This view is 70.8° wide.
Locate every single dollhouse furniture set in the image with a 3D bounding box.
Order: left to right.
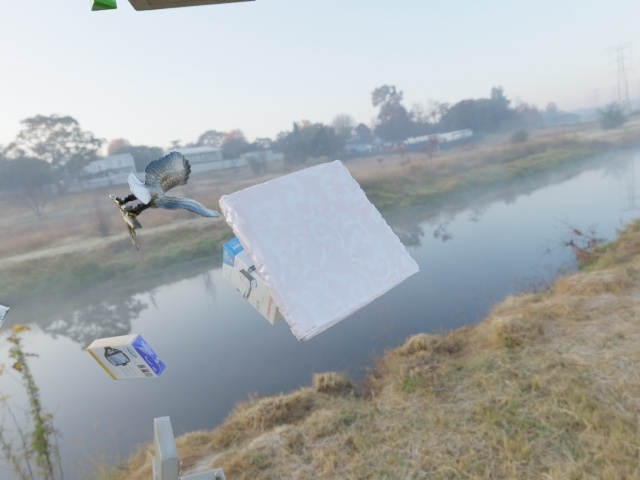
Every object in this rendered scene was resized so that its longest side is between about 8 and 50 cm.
[{"bbox_3d":[-0.210,0.378,0.754,0.123,0.151,0.144,-1,10,-25],"label":"dollhouse furniture set"}]

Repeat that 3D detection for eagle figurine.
[{"bbox_3d":[-0.488,-0.142,1.418,0.299,0.226,0.225,-25,36,-29],"label":"eagle figurine"}]

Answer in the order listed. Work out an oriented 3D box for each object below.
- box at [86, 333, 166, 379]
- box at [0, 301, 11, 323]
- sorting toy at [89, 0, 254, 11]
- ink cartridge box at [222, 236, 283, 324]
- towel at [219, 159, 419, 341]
[{"bbox_3d":[-0.329,0.201,0.775,0.136,0.081,0.028,-13,29,27],"label":"box"},{"bbox_3d":[-0.560,0.060,0.444,0.395,0.097,0.318,31,-6,-27],"label":"box"},{"bbox_3d":[-0.180,-0.361,0.588,0.348,0.047,0.196,-7,7,-3],"label":"sorting toy"},{"bbox_3d":[-0.144,0.089,1.084,0.191,0.139,0.082,40,53,21],"label":"ink cartridge box"},{"bbox_3d":[0.000,0.000,0.944,0.317,0.331,0.053,-24,-19,-30],"label":"towel"}]
